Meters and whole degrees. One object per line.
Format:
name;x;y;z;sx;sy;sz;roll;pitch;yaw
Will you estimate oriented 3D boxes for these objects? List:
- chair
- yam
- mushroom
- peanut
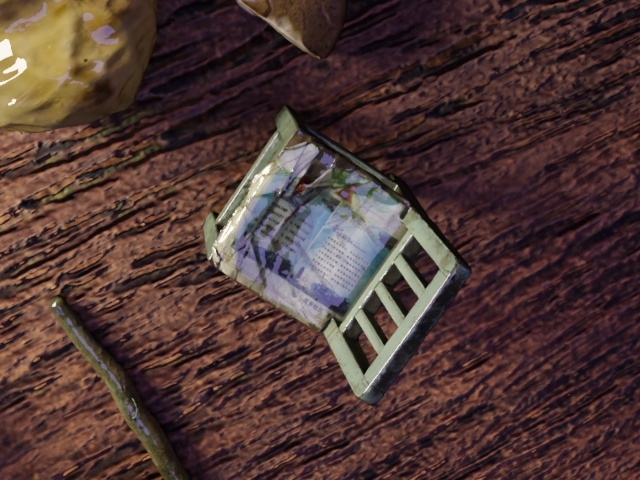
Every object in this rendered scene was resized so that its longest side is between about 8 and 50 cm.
chair;0.000;0.000;1.125;0.147;0.270;0.136;32;101;-14
yam;-0.177;0.146;1.271;0.027;0.029;0.234;-28;106;14
mushroom;-0.056;-0.237;1.157;0.210;0.072;0.094;38;90;-14
peanut;-0.234;-0.198;1.129;0.197;0.110;0.233;-31;106;-2
